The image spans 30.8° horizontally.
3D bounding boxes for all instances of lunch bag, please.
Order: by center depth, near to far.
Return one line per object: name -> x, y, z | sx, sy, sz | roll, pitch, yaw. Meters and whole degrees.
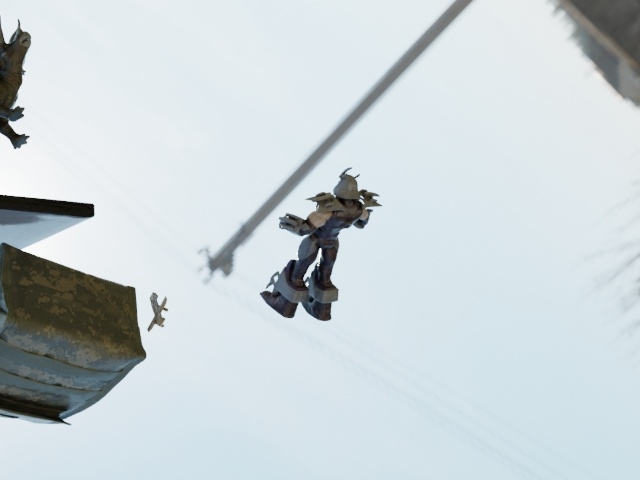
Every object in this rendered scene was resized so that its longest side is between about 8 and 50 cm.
lunch bag -> -0.437, 0.168, 1.691 | 0.235, 0.287, 0.169 | 24, -142, -39

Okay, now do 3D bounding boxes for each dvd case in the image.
dvd case -> -0.450, -0.021, 1.593 | 0.180, 0.253, 0.022 | 5, -105, -39

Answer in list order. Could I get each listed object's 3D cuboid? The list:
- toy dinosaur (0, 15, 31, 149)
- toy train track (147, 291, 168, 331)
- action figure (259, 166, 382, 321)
toy dinosaur -> -0.580, -0.213, 1.902 | 0.160, 0.313, 0.121 | 50, 169, 22
toy train track -> -0.196, 0.085, 1.411 | 0.014, 0.048, 0.083 | 26, -168, -23
action figure -> 0.000, 0.000, 1.947 | 0.185, 0.285, 0.099 | 1, -147, -37
